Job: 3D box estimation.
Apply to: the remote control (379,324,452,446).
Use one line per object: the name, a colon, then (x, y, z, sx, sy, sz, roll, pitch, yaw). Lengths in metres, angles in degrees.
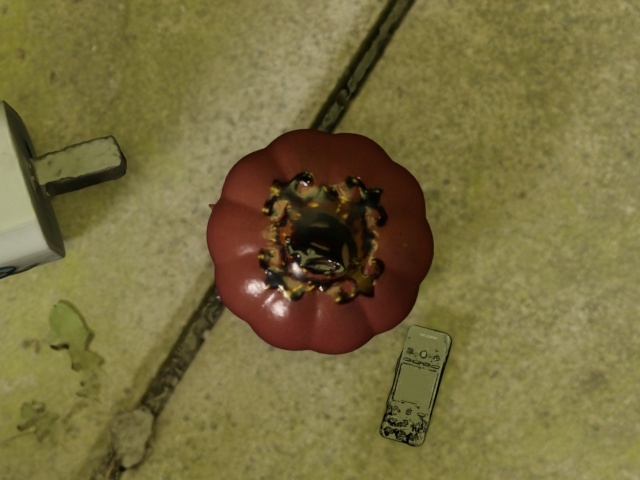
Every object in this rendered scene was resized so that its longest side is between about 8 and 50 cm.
remote control: (0.077, 0.118, 1.427, 0.039, 0.014, 0.096, 16, 85, 2)

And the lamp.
lamp: (0.000, 0.000, 1.378, 0.182, 0.140, 0.182, 0, 84, -3)

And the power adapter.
power adapter: (-0.252, -0.038, 1.386, 0.205, 0.130, 0.125, -18, 84, -1)
